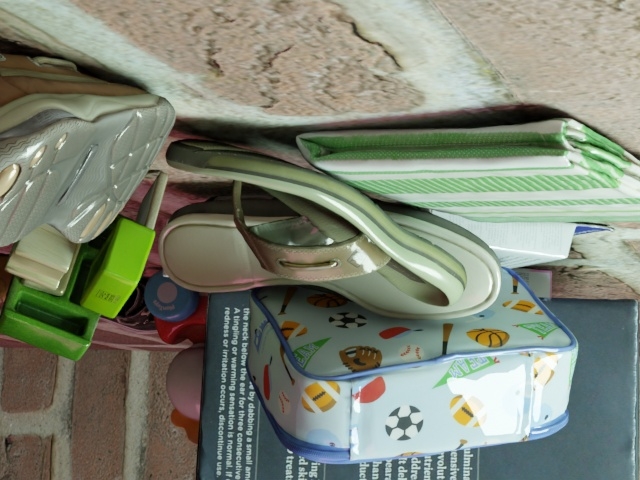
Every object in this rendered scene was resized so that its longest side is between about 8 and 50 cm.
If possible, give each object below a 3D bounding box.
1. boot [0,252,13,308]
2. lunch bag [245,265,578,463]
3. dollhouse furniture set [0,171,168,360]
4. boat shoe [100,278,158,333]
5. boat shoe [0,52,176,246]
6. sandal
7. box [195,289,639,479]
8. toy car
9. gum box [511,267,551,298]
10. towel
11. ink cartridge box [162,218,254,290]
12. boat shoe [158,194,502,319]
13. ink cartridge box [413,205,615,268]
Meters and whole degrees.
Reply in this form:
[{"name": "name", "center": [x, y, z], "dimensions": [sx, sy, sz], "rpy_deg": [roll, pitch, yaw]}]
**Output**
[{"name": "boot", "center": [-0.379, 0.077, 1.852], "dimensions": [0.280, 0.096, 0.264], "rpy_deg": [3, -163, 5]}, {"name": "lunch bag", "center": [0.086, 0.108, 1.497], "dimensions": [0.303, 0.115, 0.243], "rpy_deg": [-3, -158, -16]}, {"name": "dollhouse furniture set", "center": [-0.309, -0.040, 1.418], "dimensions": [0.301, 0.151, 0.197], "rpy_deg": [22, 146, -13]}, {"name": "boat shoe", "center": [-0.277, 0.092, 2.274], "dimensions": [0.219, 0.077, 0.070], "rpy_deg": [12, 169, -42]}, {"name": "boat shoe", "center": [-0.188, -0.074, 1.036], "dimensions": [0.116, 0.123, 0.324], "rpy_deg": [35, -174, 8]}, {"name": "sandal", "center": [0.002, 0.001, 1.274], "dimensions": [0.303, 0.086, 0.120], "rpy_deg": [31, 173, -33]}, {"name": "box", "center": [0.129, 0.229, 1.871], "dimensions": [0.472, 0.297, 0.480], "rpy_deg": [3, 172, 7]}, {"name": "toy car", "center": [-0.138, 0.171, 2.212], "dimensions": [0.210, 0.238, 0.219], "rpy_deg": [1, 172, 12]}, {"name": "gum box", "center": [0.196, 0.067, 1.988], "dimensions": [0.188, 0.062, 0.107], "rpy_deg": [5, 171, -15]}, {"name": "towel", "center": [0.160, -0.051, 1.282], "dimensions": [0.248, 0.038, 0.325], "rpy_deg": [-1, 173, 33]}, {"name": "ink cartridge box", "center": [-0.065, 0.019, 1.722], "dimensions": [0.115, 0.067, 0.198], "rpy_deg": [-3, 171, 37]}, {"name": "boat shoe", "center": [0.013, 0.000, 1.464], "dimensions": [0.335, 0.112, 0.095], "rpy_deg": [5, -152, 19]}, {"name": "ink cartridge box", "center": [0.155, 0.007, 1.640], "dimensions": [0.224, 0.045, 0.223], "rpy_deg": [6, 171, -25]}]
